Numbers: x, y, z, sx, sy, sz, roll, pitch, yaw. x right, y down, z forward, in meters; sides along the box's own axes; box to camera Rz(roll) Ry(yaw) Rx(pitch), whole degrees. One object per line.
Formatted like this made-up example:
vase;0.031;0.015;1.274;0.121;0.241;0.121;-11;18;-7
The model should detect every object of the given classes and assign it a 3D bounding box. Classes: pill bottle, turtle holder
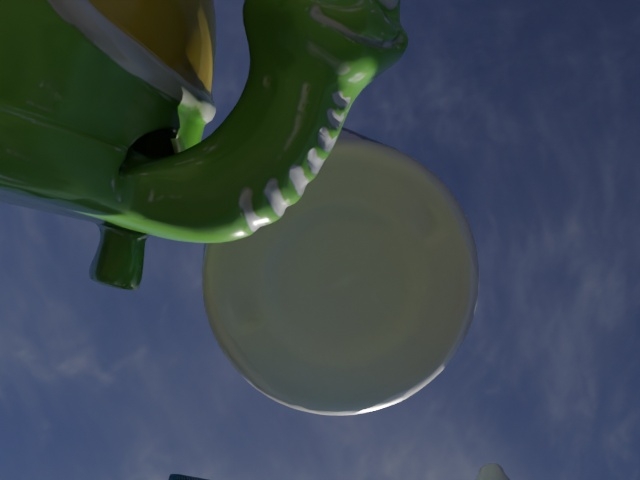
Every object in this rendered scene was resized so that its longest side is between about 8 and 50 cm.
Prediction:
pill bottle;0.000;0.000;0.796;0.204;0.361;0.204;-1;-80;-5
turtle holder;-0.150;-0.104;0.425;0.320;0.243;0.227;9;-97;43

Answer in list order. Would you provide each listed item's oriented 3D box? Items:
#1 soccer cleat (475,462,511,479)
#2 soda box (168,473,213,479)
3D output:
soccer cleat;0.174;0.285;0.787;0.068;0.076;0.196;-11;-63;15
soda box;0.006;0.200;0.522;0.067;0.210;0.071;-134;-120;-73
